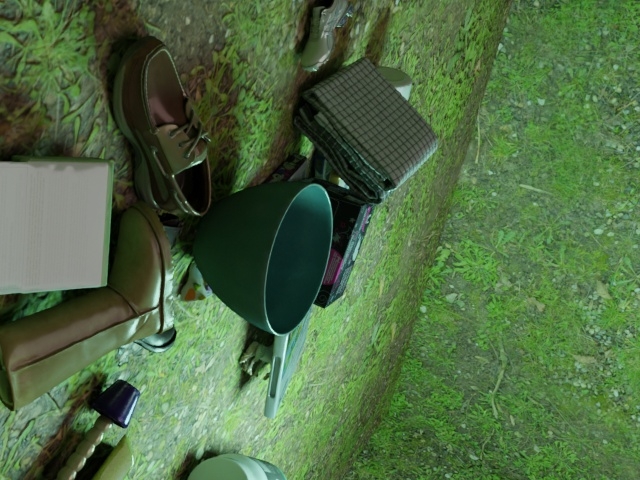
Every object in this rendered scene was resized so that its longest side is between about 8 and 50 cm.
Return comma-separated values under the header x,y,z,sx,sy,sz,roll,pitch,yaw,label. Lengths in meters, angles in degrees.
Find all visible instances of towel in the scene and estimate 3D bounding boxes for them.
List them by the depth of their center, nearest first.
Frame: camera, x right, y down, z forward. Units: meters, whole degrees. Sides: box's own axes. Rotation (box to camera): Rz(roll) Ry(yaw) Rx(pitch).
x,y,z,sx,sy,sz,roll,pitch,yaw,label
0.097,-0.239,1.742,0.235,0.283,0.121,-43,179,-42,towel

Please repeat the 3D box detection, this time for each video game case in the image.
x,y,z,sx,sy,sz,roll,pitch,yaw,label
-0.100,-0.047,1.763,0.210,0.042,0.232,-51,157,-40,video game case
-0.075,0.252,2.089,0.329,0.036,0.299,-65,168,-54,video game case

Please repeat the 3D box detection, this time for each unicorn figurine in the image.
x,y,z,sx,sy,sz,roll,pitch,yaw,label
-0.144,0.297,2.028,0.111,0.060,0.162,-66,161,-10,unicorn figurine

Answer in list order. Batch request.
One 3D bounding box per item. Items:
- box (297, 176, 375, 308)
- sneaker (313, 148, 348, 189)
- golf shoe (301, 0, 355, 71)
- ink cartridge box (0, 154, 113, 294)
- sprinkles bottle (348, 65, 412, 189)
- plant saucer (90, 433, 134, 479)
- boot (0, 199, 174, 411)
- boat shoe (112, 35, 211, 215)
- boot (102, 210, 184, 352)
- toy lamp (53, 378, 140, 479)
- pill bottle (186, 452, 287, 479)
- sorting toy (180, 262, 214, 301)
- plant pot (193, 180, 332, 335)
x,y,z,sx,sy,sz,roll,pitch,yaw,label
0.000,0.000,1.771,0.247,0.163,0.142,-71,165,13,box
0.028,-0.117,1.929,0.131,0.112,0.296,-16,128,-67,sneaker
-0.003,-0.424,1.576,0.086,0.069,0.176,39,71,-50,golf shoe
-0.374,-0.019,0.977,0.235,0.056,0.171,-3,105,-43,ink cartridge box
0.141,-0.266,2.048,0.121,0.121,0.355,-44,152,-49,sprinkles bottle
-0.399,0.454,1.431,0.188,0.045,0.188,-56,-179,-29,plant saucer
-0.339,0.090,1.126,0.270,0.089,0.236,-25,123,-38,boot
-0.217,-0.159,1.183,0.123,0.117,0.324,-55,159,-31,boat shoe
-0.282,0.065,1.321,0.228,0.091,0.263,-66,160,1,boot
-0.409,0.363,1.356,0.274,0.080,0.080,-55,159,-25,toy lamp
-0.213,0.661,2.054,0.204,0.204,0.361,-63,161,-11,pill bottle
-0.236,0.074,1.555,0.083,0.045,0.075,-30,120,-61,sorting toy
-0.123,0.015,1.503,0.290,0.196,0.290,14,90,-69,plant pot
